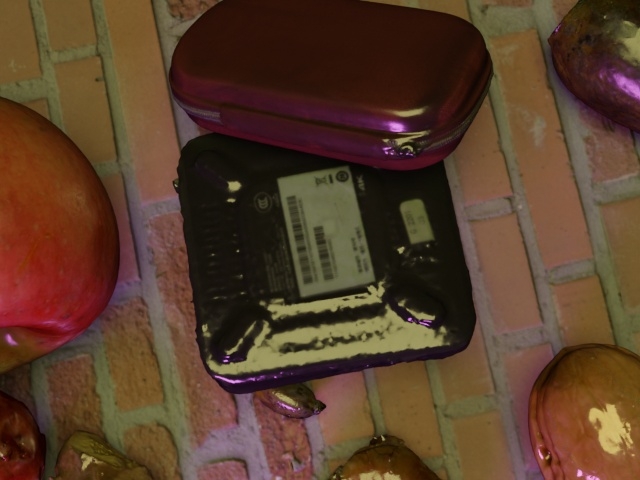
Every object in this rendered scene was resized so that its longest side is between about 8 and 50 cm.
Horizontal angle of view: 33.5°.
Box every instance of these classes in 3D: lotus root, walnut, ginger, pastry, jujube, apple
[{"bbox_3d":[0.433,-0.225,1.391,0.275,0.152,0.160,29,93,7],"label":"lotus root"},{"bbox_3d":[-0.041,0.206,1.395,0.099,0.054,0.049,25,74,5],"label":"lotus root"},{"bbox_3d":[0.349,0.232,1.307,0.195,0.195,0.221,-23,86,-1],"label":"walnut"},{"bbox_3d":[-0.306,0.393,1.347,0.219,0.123,0.270,32,93,14],"label":"ginger"},{"bbox_3d":[0.075,0.363,1.347,0.219,0.100,0.228,6,87,7],"label":"pastry"},{"bbox_3d":[-0.463,0.284,1.309,0.290,0.197,0.197,-28,81,30],"label":"jujube"},{"bbox_3d":[-0.428,-0.010,1.292,0.364,0.364,0.363,0,82,2],"label":"apple"}]

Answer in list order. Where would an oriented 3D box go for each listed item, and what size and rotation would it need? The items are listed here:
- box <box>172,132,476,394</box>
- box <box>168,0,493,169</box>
[{"bbox_3d":[0.000,0.000,1.346,0.350,0.091,0.359,-11,69,0],"label":"box"},{"bbox_3d":[0.011,-0.211,1.348,0.404,0.108,0.263,14,46,20],"label":"box"}]
